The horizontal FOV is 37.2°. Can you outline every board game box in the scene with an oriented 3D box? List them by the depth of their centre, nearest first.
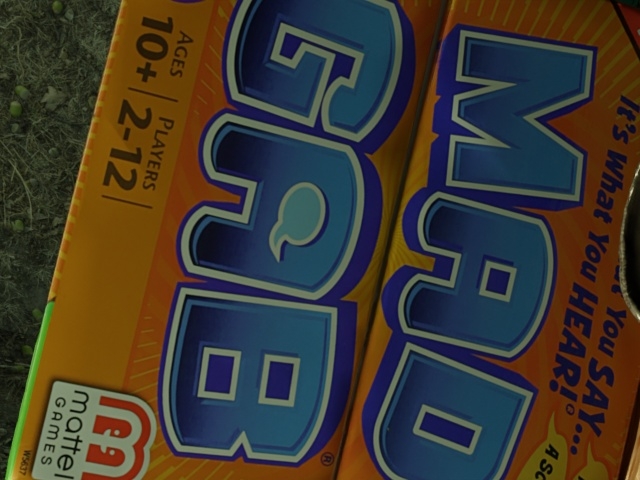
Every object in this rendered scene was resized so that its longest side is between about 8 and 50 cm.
[{"bbox_3d":[0.000,0.000,0.713,0.356,0.356,0.357,-178,101,-77],"label":"board game box"}]

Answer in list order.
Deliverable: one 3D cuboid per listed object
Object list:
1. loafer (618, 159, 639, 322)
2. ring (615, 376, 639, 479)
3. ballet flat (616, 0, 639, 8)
[{"bbox_3d":[0.209,-0.090,0.409,0.134,0.130,0.366,42,132,39],"label":"loafer"},{"bbox_3d":[0.176,0.122,0.708,0.336,0.032,0.337,-165,90,-77],"label":"ring"},{"bbox_3d":[0.228,-0.198,0.831,0.231,0.077,0.077,-87,-6,-57],"label":"ballet flat"}]
